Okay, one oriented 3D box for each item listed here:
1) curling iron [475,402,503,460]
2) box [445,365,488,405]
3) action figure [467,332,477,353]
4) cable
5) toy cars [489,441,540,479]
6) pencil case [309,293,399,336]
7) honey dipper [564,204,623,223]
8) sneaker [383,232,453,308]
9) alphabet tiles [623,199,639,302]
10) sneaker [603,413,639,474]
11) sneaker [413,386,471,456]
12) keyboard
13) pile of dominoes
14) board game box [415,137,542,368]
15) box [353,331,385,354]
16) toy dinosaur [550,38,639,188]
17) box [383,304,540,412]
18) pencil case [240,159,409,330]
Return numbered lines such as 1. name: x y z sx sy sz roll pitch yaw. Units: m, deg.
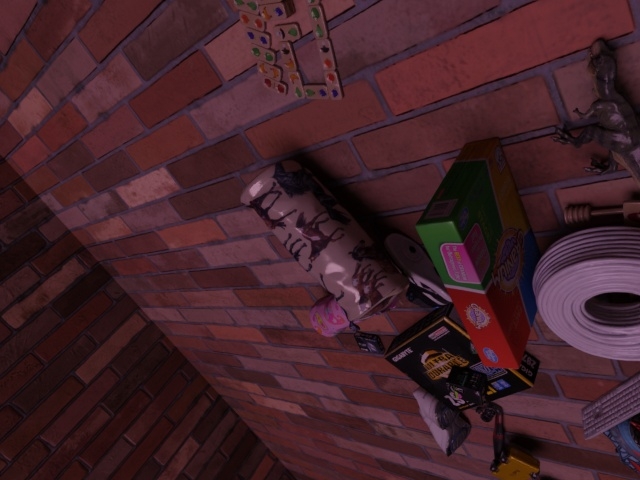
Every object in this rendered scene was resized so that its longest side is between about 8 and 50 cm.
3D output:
1. curling iron: 0.503 0.556 1.396 0.068 0.035 0.274 10 135 40
2. box: 0.353 0.349 1.159 0.083 0.052 0.062 8 136 34
3. action figure: 0.325 0.151 1.017 0.064 0.137 0.232 -16 117 0
4. cable: 0.486 0.092 0.790 0.257 0.089 0.257 21 141 7
5. toy cars: 0.621 0.704 1.416 0.177 0.087 0.393 -11 125 47
6. pencil case: 0.082 0.175 1.285 0.124 0.124 0.284 44 143 -7
7. honey dipper: 0.479 -0.046 0.768 0.161 0.030 0.030 -3 127 40
8. sneaker: 0.209 0.084 1.104 0.217 0.079 0.121 40 144 -2
9. alphabet tiles: 0.621 0.027 0.713 0.285 0.011 0.342 2 134 37
10. sneaker: 0.735 0.477 1.074 0.262 0.104 0.125 50 158 -4
11. sneaker: 0.368 0.542 1.466 0.129 0.111 0.297 29 148 50
12. keyboard: 0.632 0.354 1.032 0.014 0.072 0.256 9 141 -1
13. pile of dominoes: -0.074 -0.372 0.894 0.196 0.040 0.251 11 135 34
14. board game box: 0.292 0.022 0.827 0.064 0.242 0.316 -6 126 43
15. box: 0.148 0.310 1.457 0.083 0.018 0.067 5 132 38
16. toy dinosaur: 0.409 -0.139 0.678 0.268 0.064 0.118 57 162 -7
17. box: 0.344 0.305 1.230 0.257 0.079 0.322 36 144 1
18. pencil case: 0.000 0.000 1.074 0.410 0.160 0.183 48 137 7
